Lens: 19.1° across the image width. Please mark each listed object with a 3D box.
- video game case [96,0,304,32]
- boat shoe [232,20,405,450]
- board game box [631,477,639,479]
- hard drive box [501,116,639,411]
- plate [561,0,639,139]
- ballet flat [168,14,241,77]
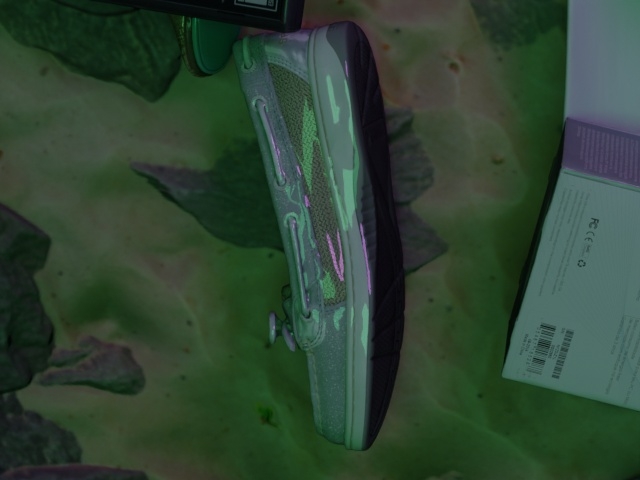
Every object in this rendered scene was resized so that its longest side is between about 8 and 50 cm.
[{"bbox_3d":[-0.115,-0.303,1.361,0.248,0.035,0.275,12,103,20],"label":"video game case"},{"bbox_3d":[-0.001,-0.001,1.429,0.103,0.118,0.320,-4,98,16],"label":"boat shoe"},{"bbox_3d":[0.317,0.266,1.429,0.160,0.047,0.210,-26,98,47],"label":"board game box"},{"bbox_3d":[0.264,0.033,1.363,0.232,0.089,0.181,15,120,3],"label":"hard drive box"},{"bbox_3d":[0.311,-0.092,1.364,0.277,0.045,0.278,4,118,9],"label":"plate"},{"bbox_3d":[-0.089,-0.227,1.422,0.067,0.073,0.206,17,103,32],"label":"ballet flat"}]
